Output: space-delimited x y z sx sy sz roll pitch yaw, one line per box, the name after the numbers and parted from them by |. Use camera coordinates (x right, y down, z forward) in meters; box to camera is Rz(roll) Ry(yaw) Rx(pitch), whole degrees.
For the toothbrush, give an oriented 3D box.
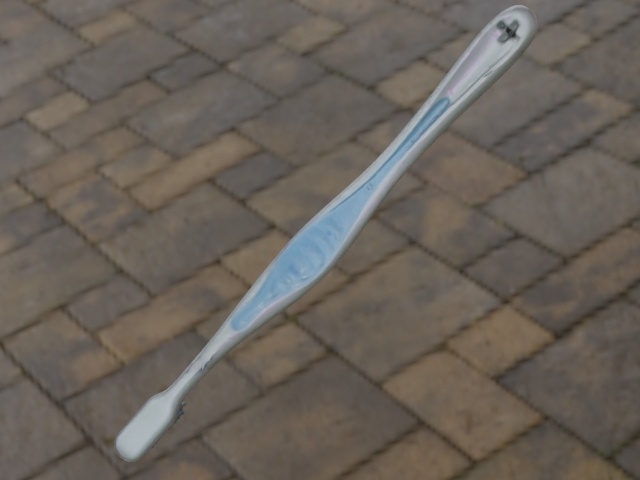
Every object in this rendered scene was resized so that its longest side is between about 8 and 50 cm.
0.000 0.000 0.431 0.162 0.014 0.017 -48 -10 12 | toothbrush
